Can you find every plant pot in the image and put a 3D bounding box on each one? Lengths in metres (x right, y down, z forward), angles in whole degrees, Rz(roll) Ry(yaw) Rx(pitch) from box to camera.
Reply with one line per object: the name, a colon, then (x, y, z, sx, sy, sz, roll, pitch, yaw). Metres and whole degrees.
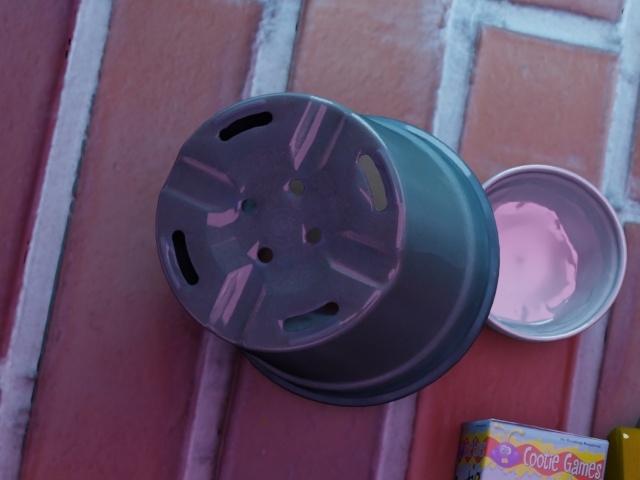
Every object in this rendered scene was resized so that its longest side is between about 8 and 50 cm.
plant pot: (0.000, 0.000, 1.590, 0.341, 0.334, 0.341, -2, 82, 13)

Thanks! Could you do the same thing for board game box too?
board game box: (0.220, 0.353, 1.719, 0.142, 0.144, 0.275, 12, 80, -6)

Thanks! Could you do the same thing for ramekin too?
ramekin: (0.247, 0.020, 1.788, 0.207, 0.109, 0.207, 1, 82, -8)

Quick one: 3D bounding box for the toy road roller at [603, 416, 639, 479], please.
toy road roller: (0.445, 0.331, 1.672, 0.202, 0.240, 0.329, 5, 64, -5)
